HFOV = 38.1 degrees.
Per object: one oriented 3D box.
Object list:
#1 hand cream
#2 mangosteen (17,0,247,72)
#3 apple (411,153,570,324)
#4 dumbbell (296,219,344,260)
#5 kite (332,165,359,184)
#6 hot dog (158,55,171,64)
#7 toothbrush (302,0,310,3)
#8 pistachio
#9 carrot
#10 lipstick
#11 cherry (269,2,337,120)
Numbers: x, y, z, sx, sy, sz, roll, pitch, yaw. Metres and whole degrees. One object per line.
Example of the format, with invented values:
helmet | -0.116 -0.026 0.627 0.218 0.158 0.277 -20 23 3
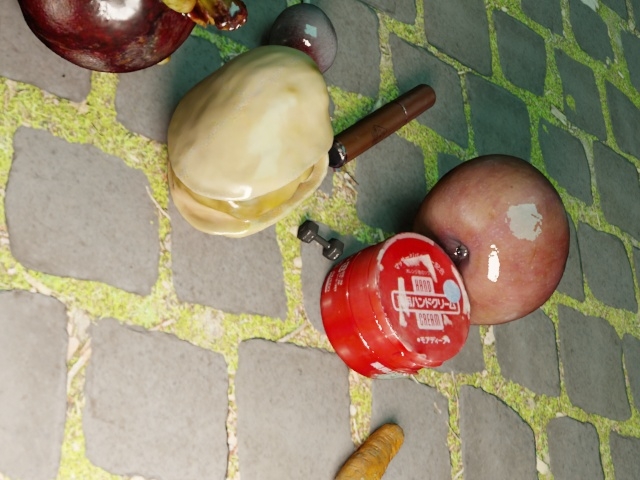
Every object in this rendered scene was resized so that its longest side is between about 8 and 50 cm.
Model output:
hand cream | 0.121 0.109 1.520 0.230 0.149 0.230 18 62 -38
mangosteen | -0.265 -0.372 1.238 0.297 0.293 0.297 -5 97 -37
apple | 0.295 -0.001 1.655 0.235 0.306 0.305 -13 81 -41
dumbbell | 0.000 0.000 1.528 0.083 0.036 0.040 35 50 -29
kite | 0.039 -0.125 1.650 0.044 0.002 0.078 -37 99 -47
hot dog | -0.255 -0.370 1.433 0.066 0.047 0.215 63 23 -66
toothbrush | -0.027 -0.471 1.726 0.019 0.025 0.275 13 63 -41
pistachio | -0.098 -0.155 1.370 0.238 0.229 0.321 17 55 10
carrot | 0.077 0.343 1.434 0.060 0.060 0.186 57 41 -9
lipstick | 0.114 -0.219 1.729 0.357 0.057 0.057 -37 100 -49
cherry | -0.012 -0.332 1.629 0.188 0.115 0.148 47 10 -31
